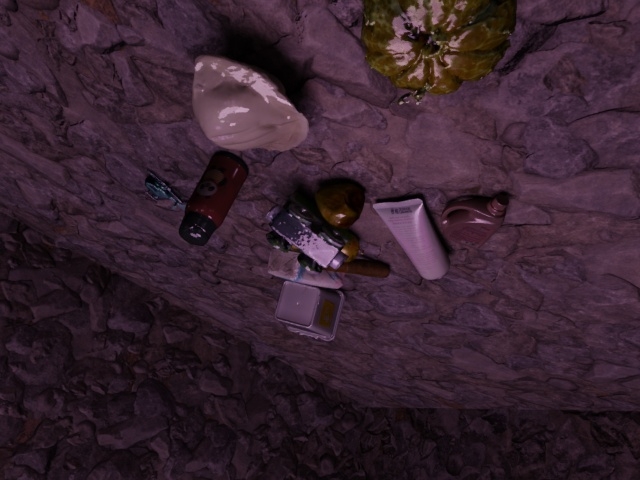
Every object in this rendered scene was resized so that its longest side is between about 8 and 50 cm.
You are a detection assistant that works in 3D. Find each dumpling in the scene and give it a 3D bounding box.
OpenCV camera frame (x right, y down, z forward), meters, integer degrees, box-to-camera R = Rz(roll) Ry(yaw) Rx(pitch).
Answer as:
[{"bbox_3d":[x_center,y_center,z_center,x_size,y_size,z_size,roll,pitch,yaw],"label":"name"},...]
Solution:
[{"bbox_3d":[-0.179,-0.339,1.369,0.316,0.233,0.395,21,162,13],"label":"dumpling"}]

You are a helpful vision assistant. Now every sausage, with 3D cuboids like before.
[{"bbox_3d":[0.000,0.000,1.928,0.347,0.123,0.123,15,151,10],"label":"sausage"}]

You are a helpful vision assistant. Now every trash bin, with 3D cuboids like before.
[{"bbox_3d":[-0.075,0.301,2.274,0.296,0.255,0.368,13,171,17],"label":"trash bin"}]

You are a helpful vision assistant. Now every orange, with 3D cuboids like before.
[{"bbox_3d":[0.213,-0.434,0.959,0.300,0.223,0.301,-19,134,29],"label":"orange"}]

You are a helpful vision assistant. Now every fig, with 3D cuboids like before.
[{"bbox_3d":[0.061,-0.120,1.672,0.166,0.144,0.154,24,131,21],"label":"fig"}]

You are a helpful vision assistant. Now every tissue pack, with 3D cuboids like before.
[{"bbox_3d":[-0.056,0.114,2.043,0.271,0.124,0.201,14,180,-43],"label":"tissue pack"}]

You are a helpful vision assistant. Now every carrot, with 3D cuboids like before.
[{"bbox_3d":[0.122,0.103,1.986,0.342,0.070,0.070,8,157,-23],"label":"carrot"}]

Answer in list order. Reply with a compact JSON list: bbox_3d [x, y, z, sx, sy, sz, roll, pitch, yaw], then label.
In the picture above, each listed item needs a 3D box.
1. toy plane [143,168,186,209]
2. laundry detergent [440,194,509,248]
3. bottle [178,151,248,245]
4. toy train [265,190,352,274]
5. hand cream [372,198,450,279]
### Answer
[{"bbox_3d":[-0.644,-0.200,2.083,0.096,0.060,0.235,-22,127,34],"label":"toy plane"},{"bbox_3d":[0.469,-0.073,1.550,0.171,0.076,0.237,20,151,2],"label":"laundry detergent"},{"bbox_3d":[-0.369,-0.135,1.719,0.144,0.336,0.144,15,151,8],"label":"bottle"},{"bbox_3d":[-0.039,-0.023,1.737,0.307,0.249,0.173,36,109,-2],"label":"toy train"},{"bbox_3d":[0.333,-0.011,1.732,0.186,0.118,0.358,-2,137,41],"label":"hand cream"}]
